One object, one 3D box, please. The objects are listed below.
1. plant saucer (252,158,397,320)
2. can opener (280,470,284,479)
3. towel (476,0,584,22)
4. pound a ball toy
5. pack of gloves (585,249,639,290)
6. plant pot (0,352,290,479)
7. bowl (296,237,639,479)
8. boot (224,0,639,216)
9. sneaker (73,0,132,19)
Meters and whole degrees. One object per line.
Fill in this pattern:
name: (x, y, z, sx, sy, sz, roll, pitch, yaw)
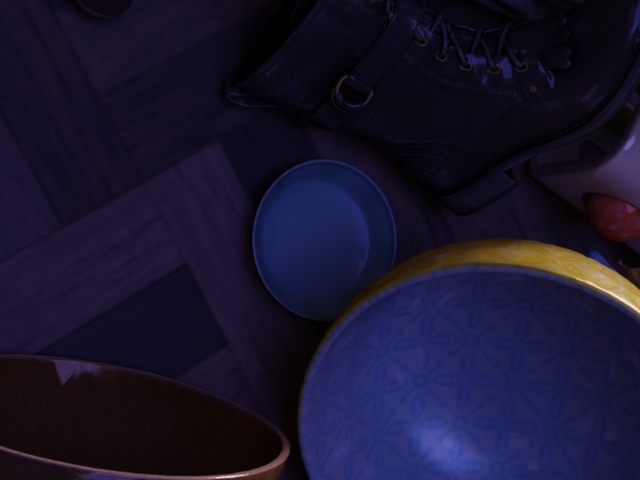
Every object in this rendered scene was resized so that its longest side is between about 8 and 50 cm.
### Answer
plant saucer: (0.000, 0.000, 1.087, 0.119, 0.021, 0.119, 1, 88, -26)
can opener: (-0.053, 0.217, 1.045, 0.059, 0.073, 0.186, -30, 109, -64)
towel: (0.105, -0.357, 1.063, 0.374, 0.090, 0.321, 19, 78, -40)
pound a ball toy: (0.310, -0.032, 1.139, 0.319, 0.208, 0.136, 33, 75, -23)
pack of gloves: (0.280, 0.110, 1.127, 0.046, 0.195, 0.232, -24, 99, -4)
plant pot: (-0.159, 0.224, 0.905, 0.237, 0.237, 0.254, 8, 97, -26)
bowl: (0.138, 0.109, 1.061, 0.289, 0.289, 0.156, 53, 25, -16)
boot: (0.087, -0.139, 1.034, 0.229, 0.091, 0.263, 31, 120, -26)
sneaker: (-0.132, -0.247, 0.999, 0.066, 0.071, 0.188, 12, 83, -26)
